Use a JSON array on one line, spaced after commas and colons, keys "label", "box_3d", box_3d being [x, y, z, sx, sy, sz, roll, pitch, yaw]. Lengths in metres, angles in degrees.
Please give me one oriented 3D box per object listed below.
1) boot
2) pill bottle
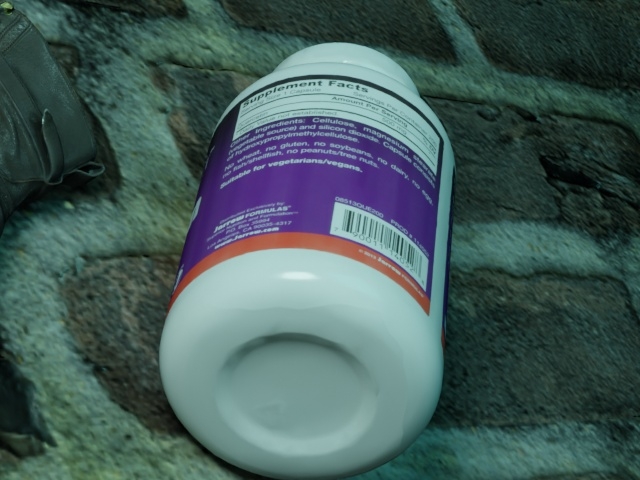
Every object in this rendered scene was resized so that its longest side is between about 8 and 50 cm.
[{"label": "boot", "box_3d": [-0.252, -0.104, 1.220, 0.263, 0.091, 0.229, 59, 27, -19]}, {"label": "pill bottle", "box_3d": [0.000, 0.000, 1.313, 0.181, 0.181, 0.323, 34, 33, -17]}]
